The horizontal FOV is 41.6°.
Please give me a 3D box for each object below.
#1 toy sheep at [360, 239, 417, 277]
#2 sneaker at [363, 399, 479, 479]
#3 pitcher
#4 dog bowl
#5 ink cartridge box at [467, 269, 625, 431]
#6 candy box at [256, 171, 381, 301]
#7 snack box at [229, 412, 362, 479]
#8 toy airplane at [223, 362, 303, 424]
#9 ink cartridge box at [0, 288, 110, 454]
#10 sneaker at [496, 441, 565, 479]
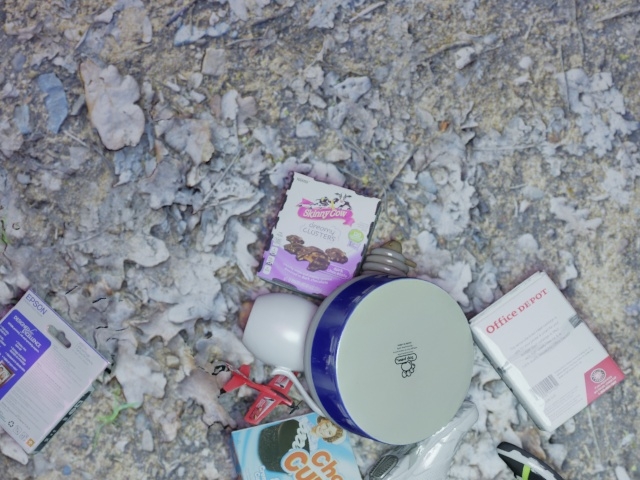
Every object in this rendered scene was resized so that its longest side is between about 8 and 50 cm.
[{"bbox_3d":[0.111,0.061,1.446,0.091,0.091,0.132,14,72,7],"label":"toy sheep"},{"bbox_3d":[0.182,0.362,1.393,0.232,0.090,0.115,-40,105,-12],"label":"sneaker"},{"bbox_3d":[-0.030,0.188,1.406,0.207,0.125,0.178,20,64,0],"label":"pitcher"},{"bbox_3d":[0.111,0.186,1.342,0.265,0.104,0.265,0,90,-28],"label":"dog bowl"},{"bbox_3d":[0.365,0.182,1.400,0.158,0.092,0.218,-35,81,-3],"label":"ink cartridge box"},{"bbox_3d":[0.000,0.000,1.472,0.165,0.070,0.196,18,81,8],"label":"candy box"},{"bbox_3d":[-0.015,0.439,1.327,0.187,0.060,0.322,-10,62,-18],"label":"snack box"},{"bbox_3d":[-0.101,0.252,1.429,0.151,0.028,0.151,4,43,-4],"label":"toy airplane"},{"bbox_3d":[-0.502,0.227,1.478,0.206,0.045,0.208,41,86,10],"label":"ink cartridge box"},{"bbox_3d":[0.365,0.426,1.357,0.234,0.084,0.097,41,86,10],"label":"sneaker"}]
